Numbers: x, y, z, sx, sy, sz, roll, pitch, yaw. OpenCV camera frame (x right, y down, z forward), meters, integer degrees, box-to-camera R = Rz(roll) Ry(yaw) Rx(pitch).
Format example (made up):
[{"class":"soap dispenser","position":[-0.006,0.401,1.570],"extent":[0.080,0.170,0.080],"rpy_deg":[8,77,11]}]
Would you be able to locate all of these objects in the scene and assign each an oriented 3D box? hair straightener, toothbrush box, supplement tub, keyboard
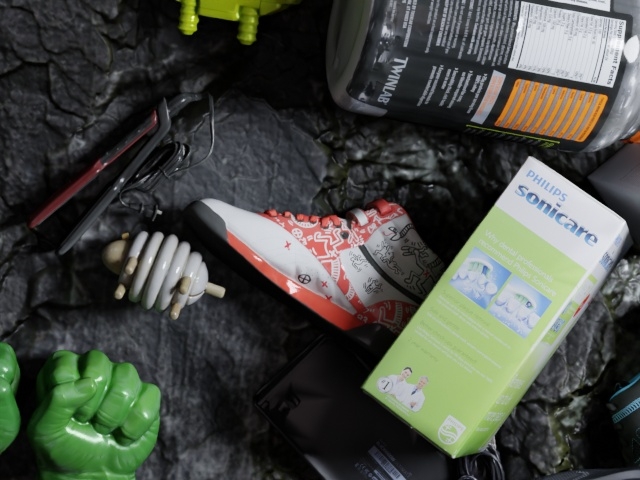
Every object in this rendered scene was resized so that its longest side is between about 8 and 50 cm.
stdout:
[{"class":"hair straightener","position":[-0.190,-0.064,1.537],"extent":[0.230,0.047,0.089],"rpy_deg":[-43,105,-4]},{"class":"toothbrush box","position":[0.187,0.073,1.524],"extent":[0.122,0.206,0.283],"rpy_deg":[35,93,15]},{"class":"supplement tub","position":[0.188,-0.202,1.485],"extent":[0.338,0.207,0.207],"rpy_deg":[10,99,-12]},{"class":"keyboard","position":[0.041,0.272,1.642],"extent":[0.201,0.033,0.317],"rpy_deg":[-43,104,-7]}]

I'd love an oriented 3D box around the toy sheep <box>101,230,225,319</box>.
[{"class":"toy sheep","position":[-0.162,0.035,1.532],"extent":[0.132,0.091,0.091],"rpy_deg":[24,96,-6]}]

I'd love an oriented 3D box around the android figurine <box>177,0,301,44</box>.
[{"class":"android figurine","position":[-0.081,-0.331,1.466],"extent":[0.248,0.056,0.273],"rpy_deg":[13,99,9]}]

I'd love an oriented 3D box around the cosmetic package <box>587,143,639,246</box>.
[{"class":"cosmetic package","position":[0.373,-0.034,1.536],"extent":[0.085,0.231,0.117],"rpy_deg":[-40,105,0]}]

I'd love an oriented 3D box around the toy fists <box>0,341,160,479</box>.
[{"class":"toy fists","position":[-0.304,0.177,1.533],"extent":[0.279,0.096,0.142],"rpy_deg":[8,98,-10]}]

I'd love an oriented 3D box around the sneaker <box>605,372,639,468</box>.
[{"class":"sneaker","position":[0.379,0.224,1.665],"extent":[0.139,0.125,0.341],"rpy_deg":[21,101,15]}]

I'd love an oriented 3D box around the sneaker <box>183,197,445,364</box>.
[{"class":"sneaker","position":[0.000,0.001,1.560],"extent":[0.270,0.090,0.145],"rpy_deg":[35,76,-3]}]

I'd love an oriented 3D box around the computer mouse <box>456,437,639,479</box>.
[{"class":"computer mouse","position":[0.286,0.296,1.609],"extent":[0.272,0.072,0.189],"rpy_deg":[-5,93,26]}]
